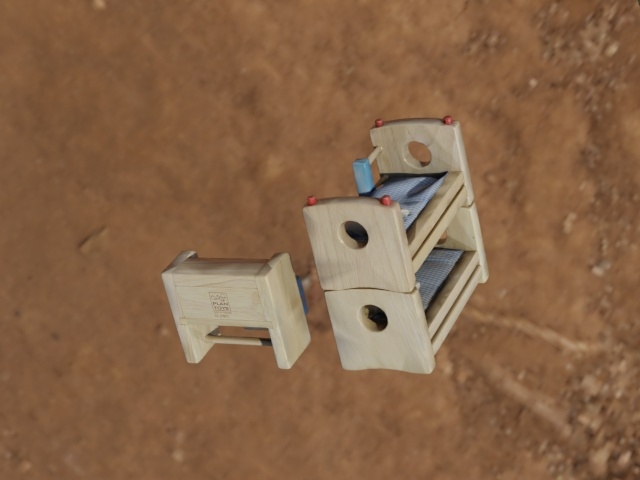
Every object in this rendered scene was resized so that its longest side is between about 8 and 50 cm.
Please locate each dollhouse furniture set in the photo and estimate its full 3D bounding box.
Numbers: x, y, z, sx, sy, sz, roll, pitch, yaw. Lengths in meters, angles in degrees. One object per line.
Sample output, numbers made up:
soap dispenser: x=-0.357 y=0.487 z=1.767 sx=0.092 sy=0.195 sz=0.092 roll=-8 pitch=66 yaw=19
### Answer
dollhouse furniture set: x=0.000 y=0.000 z=1.066 sx=0.184 sy=0.129 sz=0.129 roll=0 pitch=119 yaw=26

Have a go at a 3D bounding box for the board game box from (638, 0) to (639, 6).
board game box: x=0.311 y=-0.296 z=1.328 sx=0.043 sy=0.092 sz=0.181 roll=3 pitch=141 yaw=-9
